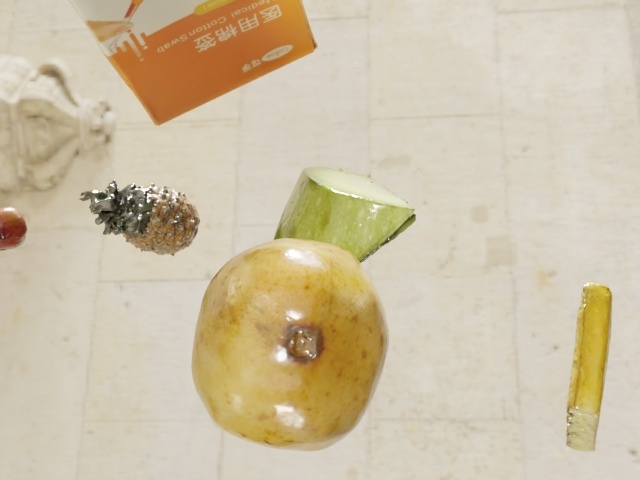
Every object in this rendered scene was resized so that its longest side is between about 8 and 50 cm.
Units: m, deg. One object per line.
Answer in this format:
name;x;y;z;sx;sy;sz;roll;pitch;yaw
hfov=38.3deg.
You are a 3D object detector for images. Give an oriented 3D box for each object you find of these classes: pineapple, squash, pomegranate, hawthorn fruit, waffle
pineapple;-0.254;-0.038;1.295;0.197;0.108;0.108;23;-116;-63
squash;-0.012;-0.020;0.977;0.085;0.184;0.192;51;178;-19
pomegranate;-0.030;0.088;0.795;0.196;0.196;0.196;-2;-90;-84
hawthorn fruit;-0.511;-0.018;1.485;0.077;0.077;0.077;-2;-90;-84
waffle;0.451;0.217;1.544;0.248;0.055;0.221;61;-140;-59

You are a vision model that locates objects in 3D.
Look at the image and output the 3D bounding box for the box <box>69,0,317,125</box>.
box;-0.155;-0.296;0.998;0.341;0.224;0.144;64;-179;-65
